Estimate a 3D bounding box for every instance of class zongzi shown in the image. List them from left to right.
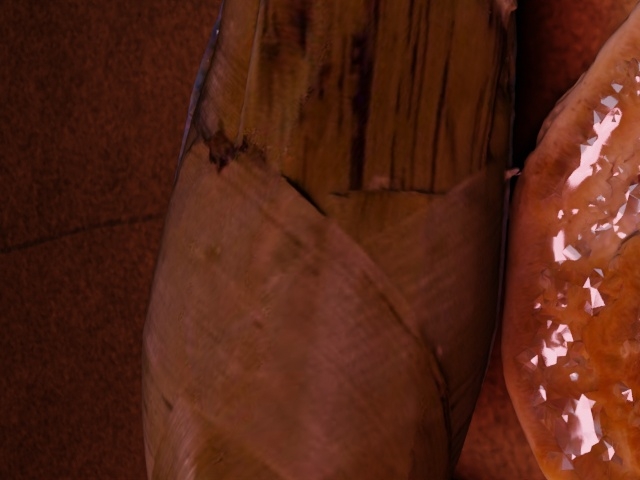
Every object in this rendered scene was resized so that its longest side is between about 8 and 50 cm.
[{"bbox_3d":[0.000,0.000,0.596,0.159,0.360,0.323,8,107,5],"label":"zongzi"}]

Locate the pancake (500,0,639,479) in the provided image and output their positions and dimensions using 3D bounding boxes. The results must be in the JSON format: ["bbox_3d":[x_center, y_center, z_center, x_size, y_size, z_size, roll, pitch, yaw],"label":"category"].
[{"bbox_3d":[0.228,0.023,0.609,0.356,0.065,0.356,4,97,34],"label":"pancake"}]
